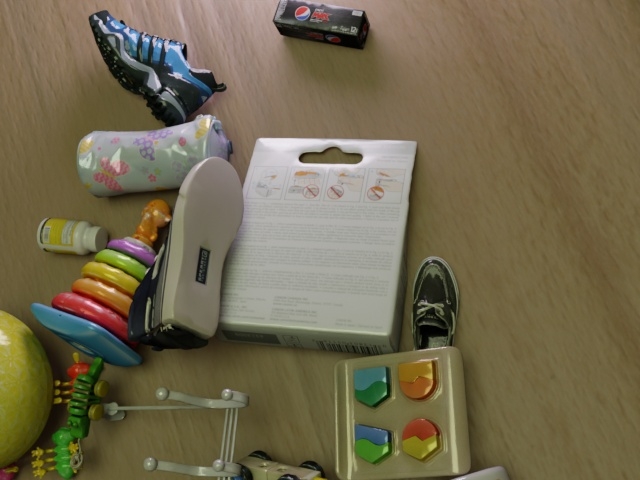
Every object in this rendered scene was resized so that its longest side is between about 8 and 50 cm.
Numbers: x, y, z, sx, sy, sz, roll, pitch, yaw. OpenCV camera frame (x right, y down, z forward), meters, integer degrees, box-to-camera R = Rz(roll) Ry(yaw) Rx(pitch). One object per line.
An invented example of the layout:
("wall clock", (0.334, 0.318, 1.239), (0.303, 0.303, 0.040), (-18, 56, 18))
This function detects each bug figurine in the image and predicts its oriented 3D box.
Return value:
("bug figurine", (-0.508, 0.315, 1.497), (0.279, 0.072, 0.216), (-7, 78, 9))

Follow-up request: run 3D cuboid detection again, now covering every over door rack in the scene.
("over door rack", (-0.268, 0.361, 1.338), (0.324, 0.108, 0.239), (-12, 60, 32))

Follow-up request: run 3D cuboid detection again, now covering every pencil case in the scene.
("pencil case", (-0.302, -0.151, 1.547), (0.273, 0.113, 0.124), (-7, 107, 14))

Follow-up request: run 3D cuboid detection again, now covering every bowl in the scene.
("bowl", (-0.603, 0.249, 1.388), (0.290, 0.156, 0.289), (0, 85, 4))

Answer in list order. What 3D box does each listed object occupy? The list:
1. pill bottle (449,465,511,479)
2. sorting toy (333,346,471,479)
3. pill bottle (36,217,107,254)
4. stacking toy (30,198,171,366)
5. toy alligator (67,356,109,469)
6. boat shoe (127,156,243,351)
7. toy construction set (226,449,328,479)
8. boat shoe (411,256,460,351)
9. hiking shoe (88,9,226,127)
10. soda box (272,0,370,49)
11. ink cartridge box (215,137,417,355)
("pill bottle", (0.241, 0.478, 1.228), (0.152, 0.152, 0.272), (-20, 71, 8))
("sorting toy", (0.118, 0.264, 1.303), (0.208, 0.038, 0.193), (-9, 67, 20))
("pill bottle", (-0.457, -0.006, 1.576), (0.116, 0.065, 0.065), (6, 77, 15))
("stacking toy", (-0.346, 0.056, 1.501), (0.175, 0.165, 0.301), (13, 66, 30))
("toy alligator", (-0.398, 0.286, 1.413), (0.056, 0.051, 0.189), (9, 82, 24))
("boat shoe", (-0.235, 0.025, 1.423), (0.158, 0.127, 0.340), (-20, 49, 42))
("toy construction set", (-0.064, 0.453, 1.323), (0.328, 0.151, 0.215), (-1, 99, 20))
("boat shoe", (0.186, 0.128, 1.379), (0.078, 0.070, 0.219), (-3, 74, 13))
("hiking shoe", (-0.320, -0.341, 1.626), (0.132, 0.113, 0.304), (-37, 72, -19))
("soda box", (0.002, -0.401, 1.573), (0.169, 0.060, 0.053), (14, 80, 16))
("ink cartridge box", (0.000, 0.000, 1.473), (0.308, 0.091, 0.384), (3, 59, 15))
